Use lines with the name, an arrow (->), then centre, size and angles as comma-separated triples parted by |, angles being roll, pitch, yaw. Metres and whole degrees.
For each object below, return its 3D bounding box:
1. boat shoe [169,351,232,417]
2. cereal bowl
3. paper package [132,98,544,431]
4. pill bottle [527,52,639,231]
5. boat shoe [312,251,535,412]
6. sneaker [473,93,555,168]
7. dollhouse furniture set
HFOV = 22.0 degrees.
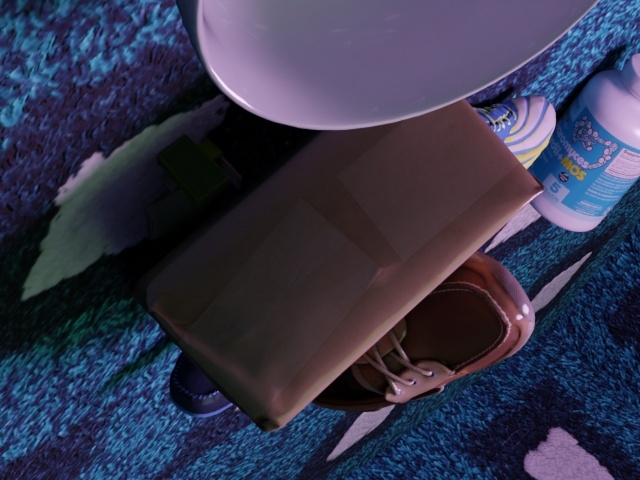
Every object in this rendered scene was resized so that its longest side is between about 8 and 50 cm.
boat shoe -> -0.085, 0.085, 1.836 | 0.258, 0.109, 0.089 | -54, 167, -39
cereal bowl -> 0.052, -0.234, 1.072 | 0.339, 0.141, 0.339 | -18, 148, -12
paper package -> 0.000, 0.000, 1.494 | 0.325, 0.168, 0.309 | -42, -174, -8
pill bottle -> 0.414, -0.147, 2.399 | 0.146, 0.146, 0.264 | -26, 156, -51
boat shoe -> 0.085, 0.104, 1.567 | 0.116, 0.123, 0.324 | -42, -176, -31
sneaker -> 0.206, -0.124, 2.009 | 0.240, 0.091, 0.126 | -37, 163, -23
dollhouse furniture set -> -0.110, -0.035, 1.460 | 0.076, 0.058, 0.152 | -39, 165, -19
